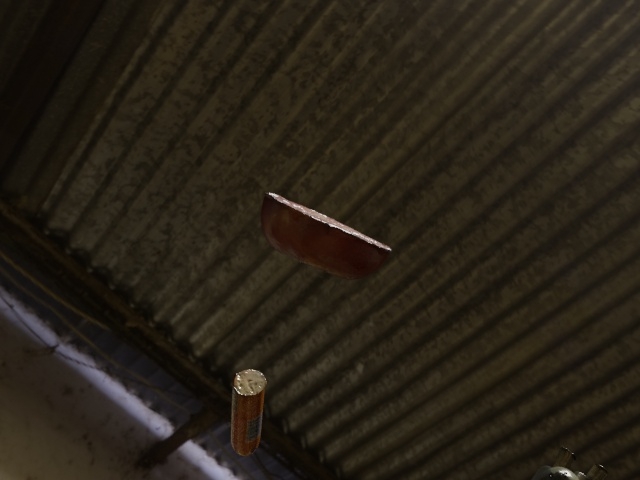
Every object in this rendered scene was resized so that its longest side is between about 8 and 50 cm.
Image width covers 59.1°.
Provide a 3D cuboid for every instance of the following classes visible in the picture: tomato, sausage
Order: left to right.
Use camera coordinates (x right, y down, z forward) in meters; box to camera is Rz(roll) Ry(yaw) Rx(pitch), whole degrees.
[{"bbox_3d":[-0.070,0.170,0.536,0.031,0.031,0.107,12,-56,4],"label":"sausage"},{"bbox_3d":[-0.002,0.001,0.887,0.225,0.225,0.085,26,-88,-3],"label":"tomato"}]

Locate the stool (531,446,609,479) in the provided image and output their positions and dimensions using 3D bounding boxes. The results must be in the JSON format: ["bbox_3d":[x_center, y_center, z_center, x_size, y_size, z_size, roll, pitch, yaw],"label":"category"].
[{"bbox_3d":[0.470,0.475,1.033,0.153,0.139,0.228,37,-19,24],"label":"stool"}]
